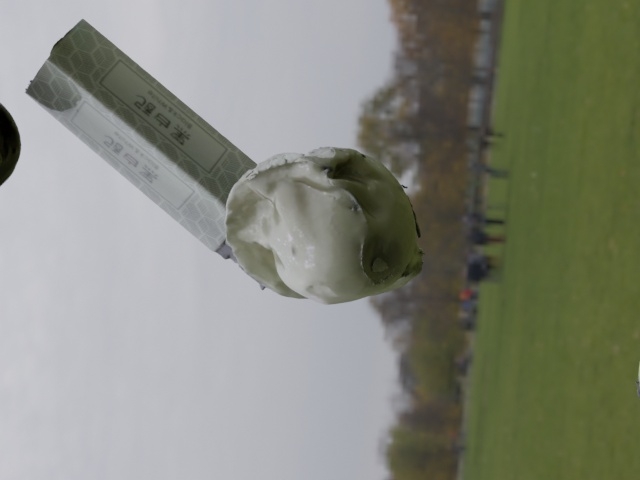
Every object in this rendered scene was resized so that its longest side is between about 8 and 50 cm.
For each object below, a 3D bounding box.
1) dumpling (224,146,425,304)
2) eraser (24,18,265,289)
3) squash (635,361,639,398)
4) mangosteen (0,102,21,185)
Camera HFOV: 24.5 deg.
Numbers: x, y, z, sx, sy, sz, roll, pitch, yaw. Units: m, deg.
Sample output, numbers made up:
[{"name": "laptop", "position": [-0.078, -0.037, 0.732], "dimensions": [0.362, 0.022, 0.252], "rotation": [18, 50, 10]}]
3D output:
[{"name": "dumpling", "position": [0.000, 0.000, 1.388], "dimensions": [0.247, 0.172, 0.142], "rotation": [49, -148, -48]}, {"name": "eraser", "position": [-0.190, -0.106, 1.895], "dimensions": [0.098, 0.404, 0.096], "rotation": [-41, 11, 50]}, {"name": "squash", "position": [0.387, 0.178, 1.456], "dimensions": [0.287, 0.137, 0.137], "rotation": [-70, -15, -74]}, {"name": "mangosteen", "position": [-0.446, -0.115, 1.835], "dimensions": [0.152, 0.152, 0.152], "rotation": [5, -90, -84]}]
